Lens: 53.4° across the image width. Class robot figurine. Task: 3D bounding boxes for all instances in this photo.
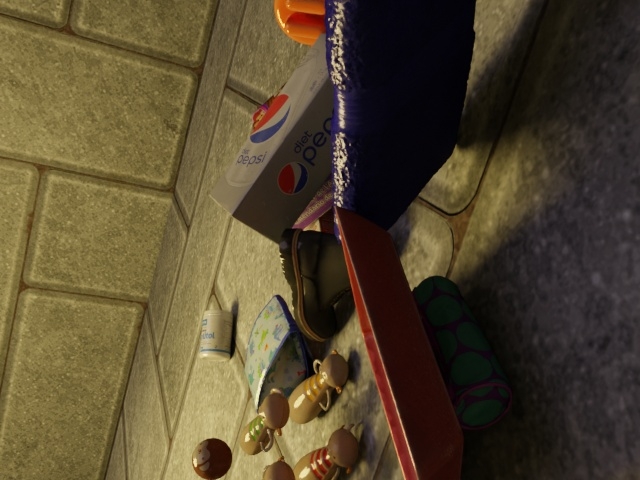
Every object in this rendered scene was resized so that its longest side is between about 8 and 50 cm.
[{"bbox_3d":[-0.008,-0.419,1.097,0.128,0.158,0.219,-23,32,28],"label":"robot figurine"}]

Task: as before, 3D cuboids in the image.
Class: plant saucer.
[{"bbox_3d":[0.079,0.132,0.611,0.258,0.047,0.259,75,179,-53],"label":"plant saucer"}]

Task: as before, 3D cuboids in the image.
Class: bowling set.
[{"bbox_3d":[-0.053,0.288,0.830,0.154,0.200,0.287,-56,36,42],"label":"bowling set"}]

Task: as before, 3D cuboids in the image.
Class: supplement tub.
[{"bbox_3d":[-0.236,0.217,1.448,0.071,0.071,0.107,143,133,-58],"label":"supplement tub"}]

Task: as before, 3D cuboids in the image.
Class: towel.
[{"bbox_3d":[0.072,-0.164,0.606,0.227,0.076,0.308,-46,-31,-32],"label":"towel"}]

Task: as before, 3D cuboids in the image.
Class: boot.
[{"bbox_3d":[0.031,0.070,0.887,0.077,0.137,0.198,-70,-28,-43],"label":"boot"}]

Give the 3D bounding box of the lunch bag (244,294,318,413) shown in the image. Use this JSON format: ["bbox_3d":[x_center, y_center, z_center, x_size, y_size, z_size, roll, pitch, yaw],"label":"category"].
[{"bbox_3d":[-0.065,0.180,1.025,0.129,0.096,0.151,-129,44,-62],"label":"lunch bag"}]

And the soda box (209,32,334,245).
[{"bbox_3d":[-0.029,-0.143,0.898,0.286,0.098,0.091,-55,38,3],"label":"soda box"}]

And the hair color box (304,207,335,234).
[{"bbox_3d":[0.000,0.000,1.010,0.093,0.053,0.167,-56,30,41],"label":"hair color box"}]

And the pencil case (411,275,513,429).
[{"bbox_3d":[0.131,0.106,0.626,0.152,0.070,0.064,-110,37,-50],"label":"pencil case"}]

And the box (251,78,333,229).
[{"bbox_3d":[-0.017,-0.166,1.030,0.201,0.057,0.293,-38,41,26],"label":"box"}]
